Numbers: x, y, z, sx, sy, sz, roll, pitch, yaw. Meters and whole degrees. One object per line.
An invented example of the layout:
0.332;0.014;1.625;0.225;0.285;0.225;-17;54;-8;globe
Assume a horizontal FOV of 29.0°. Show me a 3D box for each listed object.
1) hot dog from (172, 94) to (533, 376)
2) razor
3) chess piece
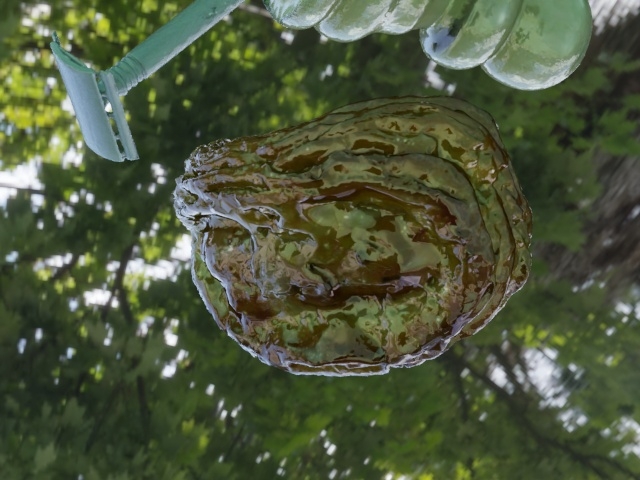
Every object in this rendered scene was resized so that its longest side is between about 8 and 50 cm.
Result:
0.001;0.001;0.808;0.114;0.259;0.175;-52;-57;-49;hot dog
-0.106;-0.173;0.994;0.068;0.106;0.232;37;-114;25;razor
0.127;-0.256;1.272;0.330;0.182;0.182;17;-127;-21;chess piece
